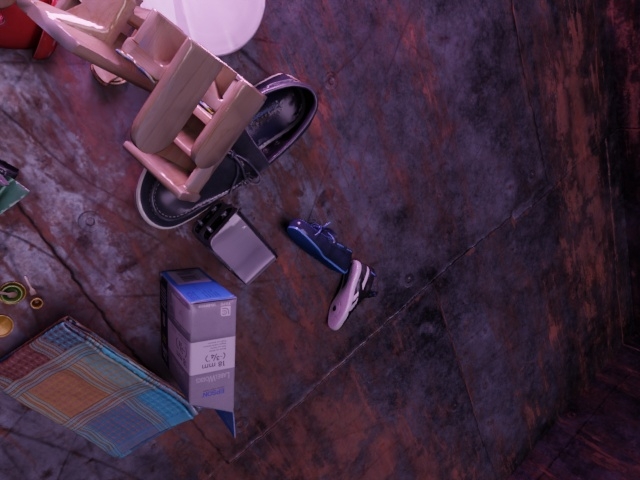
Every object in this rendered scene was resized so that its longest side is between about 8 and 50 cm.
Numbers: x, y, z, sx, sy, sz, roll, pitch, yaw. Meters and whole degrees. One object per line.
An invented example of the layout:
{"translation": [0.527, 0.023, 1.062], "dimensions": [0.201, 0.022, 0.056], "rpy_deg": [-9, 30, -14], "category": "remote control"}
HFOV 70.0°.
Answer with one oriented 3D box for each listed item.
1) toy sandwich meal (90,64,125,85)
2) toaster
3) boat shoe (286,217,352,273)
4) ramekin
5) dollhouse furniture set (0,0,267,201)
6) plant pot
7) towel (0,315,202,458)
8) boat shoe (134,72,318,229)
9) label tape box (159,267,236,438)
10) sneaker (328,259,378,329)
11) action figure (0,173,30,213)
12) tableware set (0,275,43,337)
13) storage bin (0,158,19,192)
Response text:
{"translation": [-0.424, -0.356, 0.929], "dimensions": [0.085, 0.029, 0.086], "rpy_deg": [-9, 106, -31], "category": "toy sandwich meal"}
{"translation": [-0.201, 0.006, 1.083], "dimensions": [0.110, 0.168, 0.186], "rpy_deg": [-46, 120, -12], "category": "toaster"}
{"translation": [0.000, 0.000, 1.263], "dimensions": [0.258, 0.109, 0.089], "rpy_deg": [44, 69, -49], "category": "boat shoe"}
{"translation": [-0.262, -0.511, 0.938], "dimensions": [0.272, 0.127, 0.273], "rpy_deg": [-9, 107, -32], "category": "ramekin"}
{"translation": [-0.293, -0.232, 0.741], "dimensions": [0.256, 0.362, 0.394], "rpy_deg": [-52, 167, 10], "category": "dollhouse furniture set"}
{"translation": [-0.521, -0.410, 0.759], "dimensions": [0.174, 0.191, 0.191], "rpy_deg": [17, 92, -37], "category": "plant pot"}
{"translation": [-0.480, 0.332, 0.976], "dimensions": [0.271, 0.040, 0.370], "rpy_deg": [-31, 121, 15], "category": "towel"}
{"translation": [-0.202, -0.211, 1.035], "dimensions": [0.500, 0.156, 0.187], "rpy_deg": [-42, 122, -16], "category": "boat shoe"}
{"translation": [-0.284, 0.256, 1.042], "dimensions": [0.105, 0.240, 0.334], "rpy_deg": [-5, 104, -32], "category": "label tape box"}
{"translation": [0.111, 0.177, 1.375], "dimensions": [0.121, 0.079, 0.217], "rpy_deg": [22, 88, -33], "category": "sneaker"}
{"translation": [-0.607, -0.025, 0.734], "dimensions": [0.232, 0.063, 0.137], "rpy_deg": [-51, 127, -2], "category": "action figure"}
{"translation": [-0.643, 0.146, 0.916], "dimensions": [0.154, 0.024, 0.104], "rpy_deg": [-26, 115, -26], "category": "tableware set"}
{"translation": [-0.638, -0.132, 0.791], "dimensions": [0.180, 0.122, 0.084], "rpy_deg": [33, 84, -34], "category": "storage bin"}
